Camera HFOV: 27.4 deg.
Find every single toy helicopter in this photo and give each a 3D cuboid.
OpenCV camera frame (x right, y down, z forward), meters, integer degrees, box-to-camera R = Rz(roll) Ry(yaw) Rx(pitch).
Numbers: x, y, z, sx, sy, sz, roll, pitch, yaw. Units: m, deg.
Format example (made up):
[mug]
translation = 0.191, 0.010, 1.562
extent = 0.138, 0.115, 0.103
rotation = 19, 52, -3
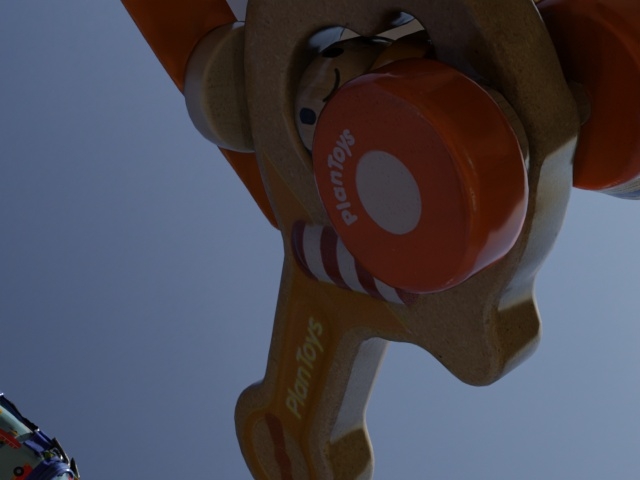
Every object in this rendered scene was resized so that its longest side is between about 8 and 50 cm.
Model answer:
[toy helicopter]
translation = 0.000, 0.000, 0.615
extent = 0.140, 0.355, 0.235
rotation = -28, -124, -37

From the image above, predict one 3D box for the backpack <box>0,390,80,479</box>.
[backpack]
translation = -0.197, 0.191, 0.782
extent = 0.173, 0.117, 0.158
rotation = 42, -122, 11

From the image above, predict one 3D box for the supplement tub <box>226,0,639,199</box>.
[supplement tub]
translation = 0.111, -0.158, 0.798
extent = 0.316, 0.228, 0.228
rotation = 10, -116, -29
